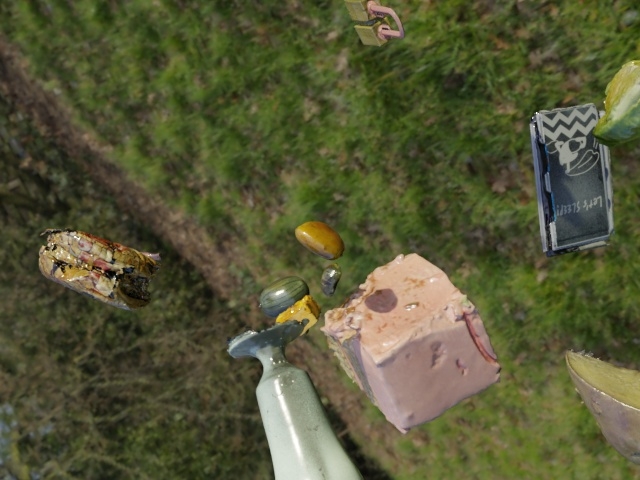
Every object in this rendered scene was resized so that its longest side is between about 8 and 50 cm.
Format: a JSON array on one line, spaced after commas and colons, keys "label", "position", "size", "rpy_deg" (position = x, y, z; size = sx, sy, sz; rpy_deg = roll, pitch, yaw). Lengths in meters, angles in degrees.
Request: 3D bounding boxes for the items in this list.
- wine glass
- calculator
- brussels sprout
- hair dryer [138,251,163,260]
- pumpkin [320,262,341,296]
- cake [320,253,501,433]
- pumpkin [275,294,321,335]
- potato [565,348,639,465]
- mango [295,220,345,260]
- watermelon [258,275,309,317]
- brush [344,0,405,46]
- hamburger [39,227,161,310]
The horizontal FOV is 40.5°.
[{"label": "wine glass", "position": [-0.017, 0.139, 0.655], "size": [0.072, 0.072, 0.155], "rpy_deg": [104, 147, -64]}, {"label": "calculator", "position": [0.474, -0.113, 1.620], "size": [0.028, 0.166, 0.274], "rpy_deg": [-169, 70, -67]}, {"label": "brussels sprout", "position": [0.482, -0.209, 1.330], "size": [0.100, 0.139, 0.181], "rpy_deg": [40, 163, -3]}, {"label": "hair dryer", "position": [-0.399, 0.039, 1.813], "size": [0.106, 0.154, 0.054], "rpy_deg": [-36, -66, -70]}, {"label": "pumpkin", "position": [0.019, 0.091, 1.990], "size": [0.050, 0.028, 0.083], "rpy_deg": [32, 114, 50]}, {"label": "cake", "position": [0.200, 0.232, 2.027], "size": [0.307, 0.314, 0.293], "rpy_deg": [46, 164, 55]}, {"label": "pumpkin", "position": [-0.038, 0.140, 1.485], "size": [0.054, 0.083, 0.074], "rpy_deg": [53, -165, -10]}, {"label": "potato", "position": [0.323, 0.192, 0.902], "size": [0.172, 0.089, 0.100], "rpy_deg": [18, 125, 25]}, {"label": "mango", "position": [0.000, 0.000, 1.789], "size": [0.114, 0.060, 0.080], "rpy_deg": [32, -161, -22]}, {"label": "watermelon", "position": [-0.075, 0.116, 1.765], "size": [0.078, 0.111, 0.078], "rpy_deg": [63, -174, -13]}, {"label": "brush", "position": [0.118, -0.427, 1.681], "size": [0.103, 0.047, 0.233], "rpy_deg": [62, 173, -22]}, {"label": "hamburger", "position": [-0.399, 0.050, 1.543], "size": [0.231, 0.106, 0.231], "rpy_deg": [17, 173, 2]}]
